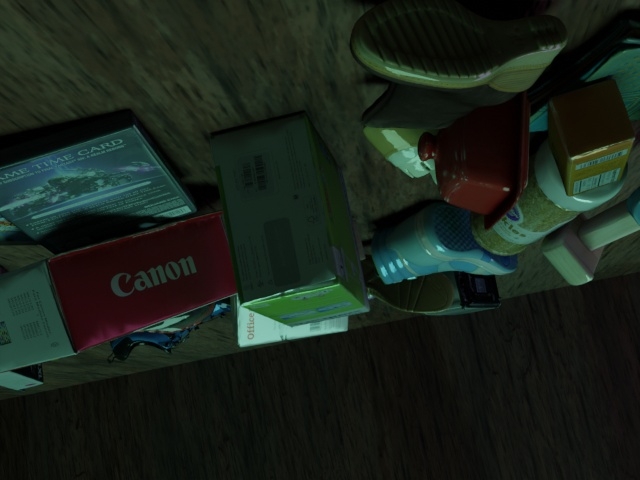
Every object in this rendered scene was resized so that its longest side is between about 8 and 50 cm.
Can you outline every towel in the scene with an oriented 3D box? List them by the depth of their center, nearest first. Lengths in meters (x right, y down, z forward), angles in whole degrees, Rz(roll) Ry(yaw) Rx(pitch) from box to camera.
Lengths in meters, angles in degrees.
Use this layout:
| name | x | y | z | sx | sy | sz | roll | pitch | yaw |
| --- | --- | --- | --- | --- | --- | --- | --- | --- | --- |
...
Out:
| name | x | y | z | sx | sy | sz | roll | pitch | yaw |
| --- | --- | --- | --- | --- | --- | --- | --- | --- | --- |
| towel | 0.434 | -0.201 | 1.101 | 0.370 | 0.040 | 0.271 | -9 | 169 | -20 |

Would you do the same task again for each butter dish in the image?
| name | x | y | z | sx | sy | sz | roll | pitch | yaw |
| --- | --- | --- | --- | --- | --- | --- | --- | --- | --- |
| butter dish | 0.172 | -0.105 | 1.077 | 0.118 | 0.160 | 0.160 | 5 | 167 | -2 |

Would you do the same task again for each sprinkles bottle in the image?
| name | x | y | z | sx | sy | sz | roll | pitch | yaw |
| --- | --- | --- | --- | --- | --- | --- | --- | --- | --- |
| sprinkles bottle | 0.340 | -0.069 | 1.425 | 0.121 | 0.121 | 0.355 | -9 | 168 | -11 |

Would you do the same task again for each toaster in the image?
| name | x | y | z | sx | sy | sz | roll | pitch | yaw |
| --- | --- | --- | --- | --- | --- | --- | --- | --- | --- |
| toaster | 0.281 | 0.070 | 1.912 | 0.110 | 0.168 | 0.186 | -18 | 167 | 34 |

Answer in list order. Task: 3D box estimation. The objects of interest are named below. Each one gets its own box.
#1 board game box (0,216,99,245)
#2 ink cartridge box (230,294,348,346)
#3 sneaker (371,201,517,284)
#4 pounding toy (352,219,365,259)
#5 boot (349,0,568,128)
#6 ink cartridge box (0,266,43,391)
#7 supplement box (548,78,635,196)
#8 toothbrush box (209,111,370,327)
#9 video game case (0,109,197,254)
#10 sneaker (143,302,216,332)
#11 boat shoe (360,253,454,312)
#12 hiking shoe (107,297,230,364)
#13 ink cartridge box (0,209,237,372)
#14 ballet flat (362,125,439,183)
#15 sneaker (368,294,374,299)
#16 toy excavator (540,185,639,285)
| name | x | y | z | sx | sy | sz | roll | pitch | yaw |
| --- | --- | --- | --- | --- | --- | --- | --- | --- | --- |
| board game box | -0.355 | -0.027 | 1.208 | 0.201 | 0.035 | 0.136 | 0 | 164 | -41 |
| ink cartridge box | -0.061 | 0.101 | 1.751 | 0.219 | 0.160 | 0.092 | -6 | -150 | -16 |
| sneaker | 0.218 | 0.018 | 1.735 | 0.208 | 0.127 | 0.319 | -22 | 154 | 37 |
| pounding toy | 0.000 | 0.000 | 1.560 | 0.130 | 0.100 | 0.141 | -16 | 178 | 24 |
| boot | 0.095 | -0.150 | 0.895 | 0.248 | 0.090 | 0.207 | -8 | 166 | -32 |
| ink cartridge box | -0.532 | 0.156 | 1.569 | 0.069 | 0.175 | 0.371 | -10 | 168 | -9 |
| supplement box | 0.318 | -0.116 | 1.098 | 0.080 | 0.078 | 0.233 | -18 | 169 | 9 |
| toothbrush box | -0.029 | -0.012 | 1.157 | 0.122 | 0.206 | 0.283 | -13 | 169 | 9 |
| video game case | -0.269 | -0.057 | 1.066 | 0.196 | 0.026 | 0.274 | -17 | 161 | 1 |
| sneaker | -0.329 | 0.133 | 1.832 | 0.276 | 0.097 | 0.135 | -3 | 168 | -26 |
| boat shoe | 0.133 | 0.073 | 1.844 | 0.285 | 0.104 | 0.089 | 16 | -174 | 16 |
| hiking shoe | -0.309 | 0.178 | 1.978 | 0.304 | 0.132 | 0.113 | -10 | 168 | -4 |
| ink cartridge box | -0.268 | 0.061 | 1.268 | 0.272 | 0.130 | 0.309 | -16 | -178 | 42 |
| ballet flat | 0.139 | -0.110 | 1.169 | 0.080 | 0.073 | 0.232 | -21 | 164 | 36 |
| sneaker | 0.083 | 0.098 | 2.071 | 0.161 | 0.102 | 0.282 | -10 | 179 | -19 |
| toy excavator | 0.527 | -0.045 | 1.303 | 0.433 | 0.222 | 0.445 | -40 | -175 | 16 |
